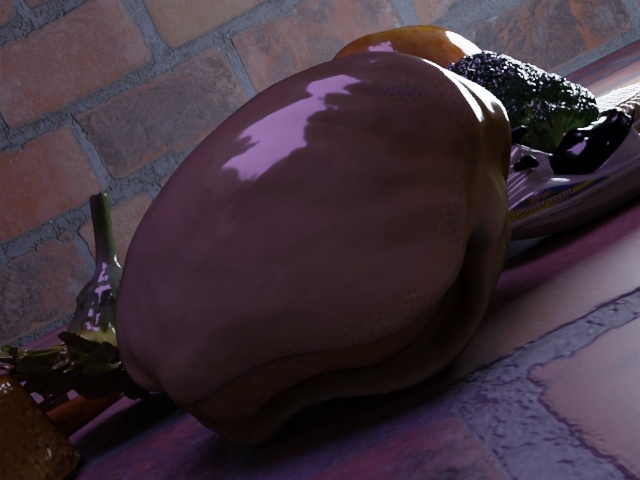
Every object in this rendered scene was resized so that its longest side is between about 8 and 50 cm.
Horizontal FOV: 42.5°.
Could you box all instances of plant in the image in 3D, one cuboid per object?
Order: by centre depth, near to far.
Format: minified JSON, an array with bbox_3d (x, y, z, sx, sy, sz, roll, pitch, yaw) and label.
[{"bbox_3d":[-0.299,0.122,1.131,0.306,0.297,0.261,-5,-38,-49],"label":"plant"}]

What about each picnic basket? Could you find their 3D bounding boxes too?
[{"bbox_3d":[-0.455,0.262,1.365,0.072,0.083,0.072,-25,7,4],"label":"picnic basket"}]

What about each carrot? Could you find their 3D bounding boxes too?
[{"bbox_3d":[-0.377,0.262,1.237,0.057,0.057,0.224,-21,5,38],"label":"carrot"}]

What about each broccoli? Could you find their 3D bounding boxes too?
[{"bbox_3d":[0.248,-0.140,1.152,0.294,0.245,0.265,-28,26,-37],"label":"broccoli"}]

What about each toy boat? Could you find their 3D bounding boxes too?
[{"bbox_3d":[0.293,-0.081,0.987,0.269,0.140,0.141,-13,5,-10],"label":"toy boat"}]

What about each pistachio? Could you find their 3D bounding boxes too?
[{"bbox_3d":[0.000,0.000,0.806,0.445,0.281,0.365,-42,43,-1],"label":"pistachio"}]

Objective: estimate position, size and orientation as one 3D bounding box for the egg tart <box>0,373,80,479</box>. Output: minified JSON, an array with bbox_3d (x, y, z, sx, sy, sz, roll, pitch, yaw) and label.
[{"bbox_3d":[-0.407,0.257,0.976,0.202,0.147,0.202,-28,7,4],"label":"egg tart"}]

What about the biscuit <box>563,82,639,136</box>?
[{"bbox_3d":[0.441,-0.175,1.324,0.259,0.079,0.259,-26,7,3],"label":"biscuit"}]

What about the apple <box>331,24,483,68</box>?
[{"bbox_3d":[0.163,-0.202,1.476,0.391,0.346,0.391,-22,3,1],"label":"apple"}]
